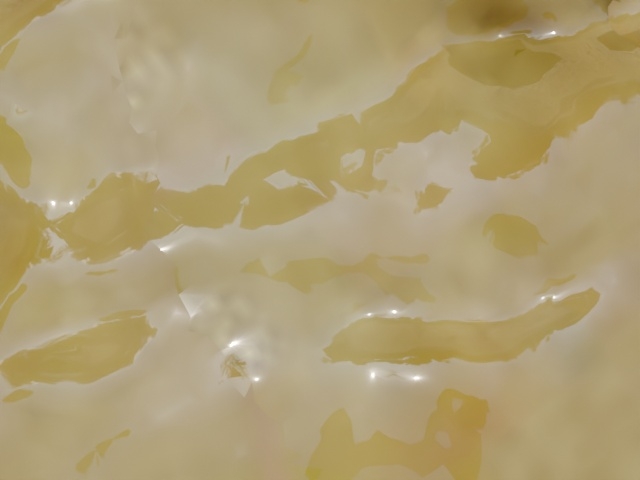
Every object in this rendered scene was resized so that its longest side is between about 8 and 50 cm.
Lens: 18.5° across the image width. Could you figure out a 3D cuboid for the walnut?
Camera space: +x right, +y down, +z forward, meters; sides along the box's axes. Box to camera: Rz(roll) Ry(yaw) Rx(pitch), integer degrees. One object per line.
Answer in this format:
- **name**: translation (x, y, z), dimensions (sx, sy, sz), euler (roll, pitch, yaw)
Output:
- **walnut**: translation (0.000, 0.000, 0.483), dimensions (0.333, 0.333, 0.333), euler (-23, 141, -20)
